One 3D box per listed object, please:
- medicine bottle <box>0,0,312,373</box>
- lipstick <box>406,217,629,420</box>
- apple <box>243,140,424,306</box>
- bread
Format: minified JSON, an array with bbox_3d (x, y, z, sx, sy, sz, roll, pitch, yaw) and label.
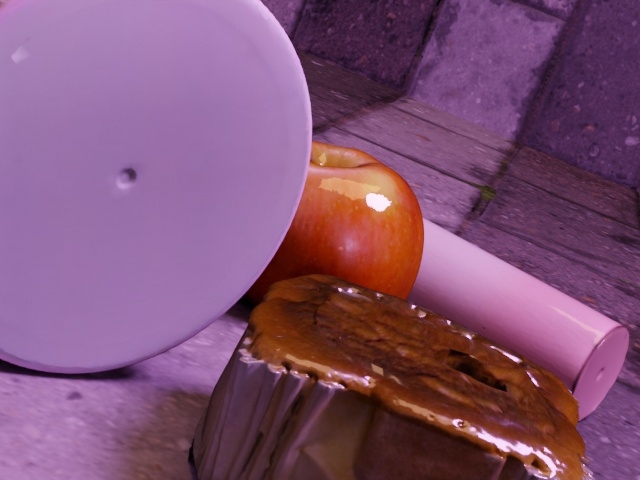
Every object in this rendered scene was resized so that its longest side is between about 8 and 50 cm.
[{"bbox_3d":[-0.169,-0.082,0.852,0.252,0.252,0.241,11,16,-39],"label":"medicine bottle"},{"bbox_3d":[0.097,0.035,1.172,0.327,0.087,0.087,29,15,30],"label":"lipstick"},{"bbox_3d":[0.000,0.000,1.069,0.163,0.139,0.163,9,19,-3],"label":"apple"},{"bbox_3d":[0.044,0.101,0.780,0.209,0.110,0.192,22,14,1],"label":"bread"}]
